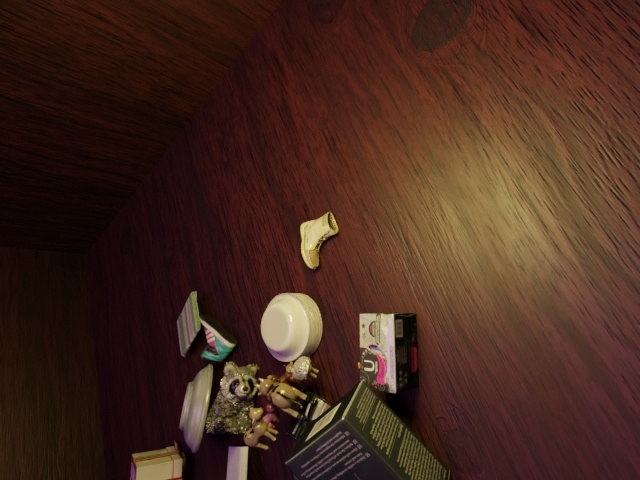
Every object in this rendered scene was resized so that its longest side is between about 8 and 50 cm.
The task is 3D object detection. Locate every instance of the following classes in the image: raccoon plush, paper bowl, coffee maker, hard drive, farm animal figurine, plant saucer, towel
[{"bbox_3d":[-0.456,0.730,1.924,0.446,0.216,0.299,-17,64,39],"label":"raccoon plush"},{"bbox_3d":[-0.139,0.365,1.731,0.284,0.148,0.284,-8,78,39],"label":"paper bowl"},{"bbox_3d":[-0.043,0.686,1.580,0.178,0.120,0.171,-59,15,-21],"label":"coffee maker"},{"bbox_3d":[-0.373,1.081,1.811,0.203,0.040,0.308,-40,44,53],"label":"hard drive"},{"bbox_3d":[-0.180,0.617,1.587,0.327,0.172,0.330,-43,17,49],"label":"farm animal figurine"},{"bbox_3d":[-0.606,0.798,1.975,0.400,0.100,0.401,-168,90,-73],"label":"plant saucer"},{"bbox_3d":[-0.718,0.462,2.237,0.325,0.038,0.248,-54,43,38],"label":"towel"}]

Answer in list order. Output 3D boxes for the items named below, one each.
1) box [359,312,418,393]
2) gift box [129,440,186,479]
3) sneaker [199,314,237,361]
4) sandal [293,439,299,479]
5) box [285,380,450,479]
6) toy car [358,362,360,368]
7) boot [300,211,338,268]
[{"bbox_3d":[0.228,0.371,1.389,0.142,0.163,0.247,-9,77,39],"label":"box"},{"bbox_3d":[-0.848,1.224,2.149,0.276,0.258,0.255,-5,81,61],"label":"gift box"},{"bbox_3d":[-0.559,0.519,2.100,0.295,0.123,0.178,31,94,39],"label":"sneaker"},{"bbox_3d":[-0.066,0.839,1.652,0.097,0.054,0.255,5,89,52],"label":"sandal"},{"bbox_3d":[0.148,0.703,1.272,0.395,0.212,0.293,46,115,6],"label":"box"},{"bbox_3d":[0.162,0.512,1.500,0.040,0.060,0.122,-6,85,9],"label":"toy car"},{"bbox_3d":[0.000,0.000,1.717,0.165,0.077,0.213,-22,66,35],"label":"boot"}]
